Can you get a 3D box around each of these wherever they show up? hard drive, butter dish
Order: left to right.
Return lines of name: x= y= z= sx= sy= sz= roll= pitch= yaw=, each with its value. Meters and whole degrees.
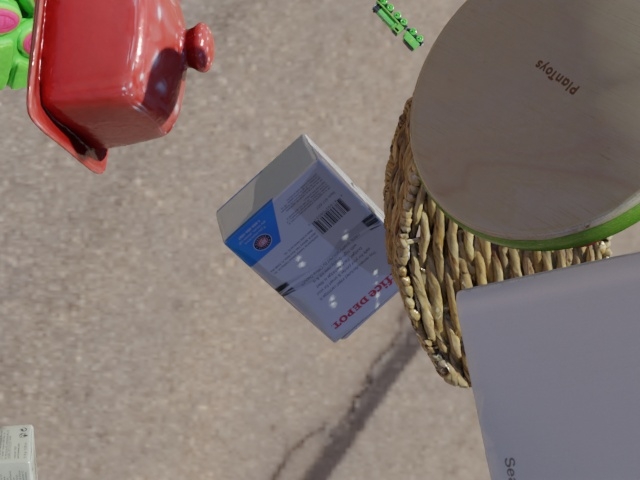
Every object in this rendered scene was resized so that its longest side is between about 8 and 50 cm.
butter dish: x=-0.135 y=-0.139 z=0.907 sx=0.160 sy=0.118 sz=0.160 roll=56 pitch=37 yaw=-74
hard drive: x=0.270 y=0.115 z=0.851 sx=0.047 sy=0.353 sz=0.233 roll=-4 pitch=81 yaw=-53

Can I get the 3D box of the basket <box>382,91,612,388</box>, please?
basket: x=0.166 y=-0.032 z=1.255 sx=0.223 sy=0.213 sz=0.299 roll=-96 pitch=178 yaw=-59

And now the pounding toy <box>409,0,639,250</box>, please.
pounding toy: x=0.150 y=-0.086 z=0.727 sx=0.110 sy=0.183 sz=0.237 roll=35 pitch=36 yaw=-48

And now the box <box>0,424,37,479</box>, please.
box: x=-0.541 y=0.335 z=1.767 sx=0.275 sy=0.094 sz=0.113 roll=-1 pitch=119 yaw=-10

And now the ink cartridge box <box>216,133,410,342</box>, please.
ink cartridge box: x=0.000 y=0.000 z=1.483 sx=0.148 sy=0.086 sz=0.203 roll=-41 pitch=119 yaw=8

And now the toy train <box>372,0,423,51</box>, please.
toy train: x=0.097 y=-0.273 z=1.590 sx=0.023 sy=0.017 sz=0.083 roll=-42 pitch=85 yaw=-11

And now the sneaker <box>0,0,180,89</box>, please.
sneaker: x=-0.367 y=-0.305 z=1.526 sx=0.482 sy=0.202 sz=0.185 roll=-15 pitch=136 yaw=-62
